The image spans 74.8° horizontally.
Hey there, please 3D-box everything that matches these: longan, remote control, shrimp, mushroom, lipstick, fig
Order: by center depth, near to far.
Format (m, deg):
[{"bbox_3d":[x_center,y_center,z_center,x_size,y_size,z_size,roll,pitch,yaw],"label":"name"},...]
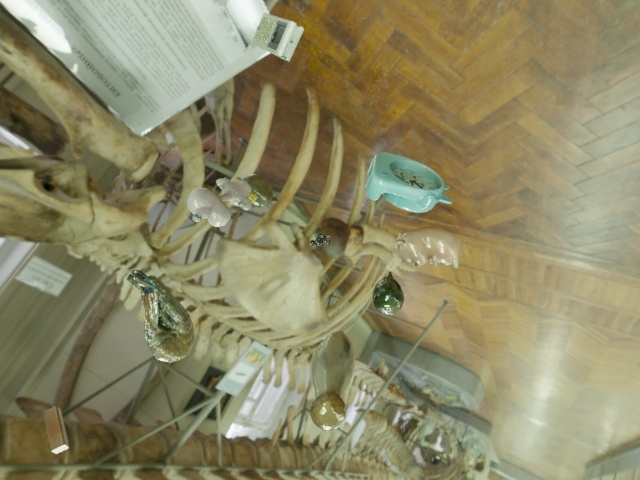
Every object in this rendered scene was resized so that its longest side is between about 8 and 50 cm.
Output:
[{"bbox_3d":[0.036,0.371,1.176,0.128,0.128,0.350,31,-155,-7],"label":"mushroom"},{"bbox_3d":[-0.142,-0.638,1.304,0.055,0.103,0.277,16,-158,-34],"label":"remote control"},{"bbox_3d":[-0.894,0.639,1.415,0.145,0.045,0.045,54,152,31],"label":"lipstick"},{"bbox_3d":[0.234,0.175,1.477,0.117,0.178,0.117,-1,136,-1],"label":"fig"},{"bbox_3d":[-0.643,0.303,1.675,0.109,0.221,0.446,-2,122,31],"label":"shrimp"},{"bbox_3d":[-0.305,-0.236,2.058,0.204,0.159,0.185,27,-167,-14],"label":"longan"}]

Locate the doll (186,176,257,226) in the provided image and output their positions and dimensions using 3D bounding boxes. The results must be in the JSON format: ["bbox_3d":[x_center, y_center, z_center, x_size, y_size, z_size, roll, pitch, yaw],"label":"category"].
[{"bbox_3d":[-0.344,-0.145,1.492,0.160,0.365,0.094,44,122,-2],"label":"doll"}]

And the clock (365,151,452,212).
[{"bbox_3d":[0.285,-0.176,1.346,0.274,0.224,0.094,20,127,0],"label":"clock"}]

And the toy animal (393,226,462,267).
[{"bbox_3d":[0.408,0.025,1.590,0.250,0.154,0.166,2,172,14],"label":"toy animal"}]

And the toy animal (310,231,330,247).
[{"bbox_3d":[0.000,0.000,2.100,0.107,0.062,0.220,-1,160,-5],"label":"toy animal"}]
